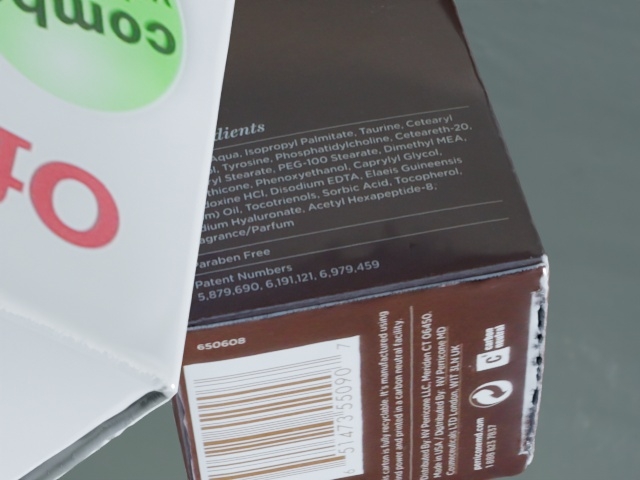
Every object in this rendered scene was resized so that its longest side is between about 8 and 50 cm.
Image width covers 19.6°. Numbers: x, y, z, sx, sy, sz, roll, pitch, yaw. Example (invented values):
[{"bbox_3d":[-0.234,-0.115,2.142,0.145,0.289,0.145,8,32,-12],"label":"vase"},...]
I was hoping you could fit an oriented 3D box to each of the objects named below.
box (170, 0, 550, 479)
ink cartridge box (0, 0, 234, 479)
[{"bbox_3d":[0.000,0.000,0.884,0.167,0.203,0.168,-10,142,-5],"label":"box"},{"bbox_3d":[-0.146,-0.076,0.414,0.198,0.270,0.197,27,138,-28],"label":"ink cartridge box"}]
